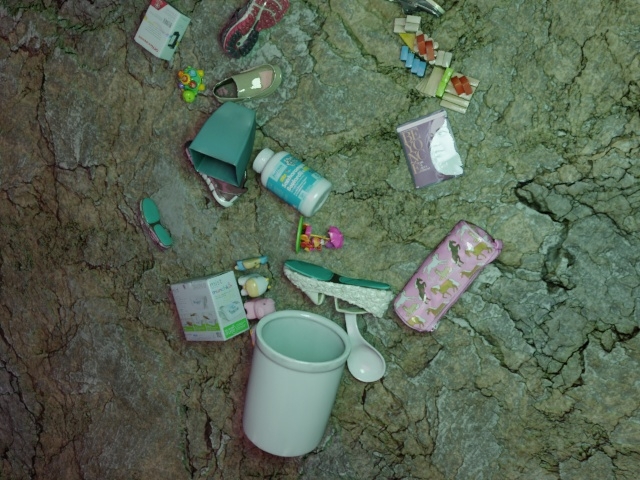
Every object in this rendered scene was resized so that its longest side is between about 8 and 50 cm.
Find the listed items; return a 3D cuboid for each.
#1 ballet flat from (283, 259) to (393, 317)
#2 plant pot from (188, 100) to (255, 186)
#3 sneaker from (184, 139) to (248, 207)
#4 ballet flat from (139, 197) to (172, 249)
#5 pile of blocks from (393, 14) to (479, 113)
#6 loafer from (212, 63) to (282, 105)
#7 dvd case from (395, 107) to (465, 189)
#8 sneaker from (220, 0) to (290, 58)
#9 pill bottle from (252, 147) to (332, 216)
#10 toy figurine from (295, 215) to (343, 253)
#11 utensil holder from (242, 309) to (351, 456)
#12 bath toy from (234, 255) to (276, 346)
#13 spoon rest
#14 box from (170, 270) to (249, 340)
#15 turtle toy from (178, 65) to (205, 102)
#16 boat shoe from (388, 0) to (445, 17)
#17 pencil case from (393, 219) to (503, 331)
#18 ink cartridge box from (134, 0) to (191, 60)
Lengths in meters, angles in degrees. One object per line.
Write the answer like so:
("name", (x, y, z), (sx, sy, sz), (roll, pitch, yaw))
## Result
("ballet flat", (0.046, 0.177, 1.603), (0.409, 0.147, 0.146), (14, 103, 15))
("plant pot", (-0.316, -0.344, 1.582), (0.166, 0.165, 0.234), (20, 71, 1))
("sneaker", (-0.360, -0.274, 1.688), (0.163, 0.106, 0.281), (-32, 97, 12))
("ballet flat", (-0.665, -0.058, 1.830), (0.079, 0.077, 0.221), (-28, 91, 39))
("pile of blocks", (0.332, -0.537, 1.409), (0.149, 0.113, 0.362), (-43, 85, 19))
("loafer", (-0.259, -0.536, 1.604), (0.269, 0.092, 0.101), (-18, 94, 19))
("dvd case", (0.355, -0.293, 1.494), (0.165, 0.018, 0.221), (-17, 94, 19))
("sneaker", (-0.228, -0.760, 1.549), (0.299, 0.121, 0.112), (-40, 56, 12))
("pill bottle", (-0.102, -0.208, 1.583), (0.264, 0.146, 0.146), (35, 108, 9))
("toy figurine", (0.000, 0.000, 1.610), (0.159, 0.173, 0.130), (9, 58, 0))
("utensil holder", (-0.097, 0.488, 1.603), (0.328, 0.327, 0.385), (19, 110, 14))
("bath toy", (-0.220, 0.232, 1.709), (0.129, 0.151, 0.348), (-11, 101, -4))
("spoon rest", (0.143, 0.376, 1.641), (0.137, 0.084, 0.276), (-17, 93, 19))
("box", (-0.420, 0.248, 1.724), (0.262, 0.127, 0.231), (-12, 95, 43))
("turtle toy", (-0.477, -0.569, 1.679), (0.095, 0.066, 0.130), (1, 100, 17))
("boat shoe", (0.275, -0.731, 1.415), (0.224, 0.080, 0.073), (37, 113, 14))
("pencil case", (0.403, 0.114, 1.476), (0.167, 0.160, 0.386), (34, 107, 0))
("ink cartridge box", (-0.574, -0.767, 1.672), (0.127, 0.072, 0.175), (38, 108, 7))
